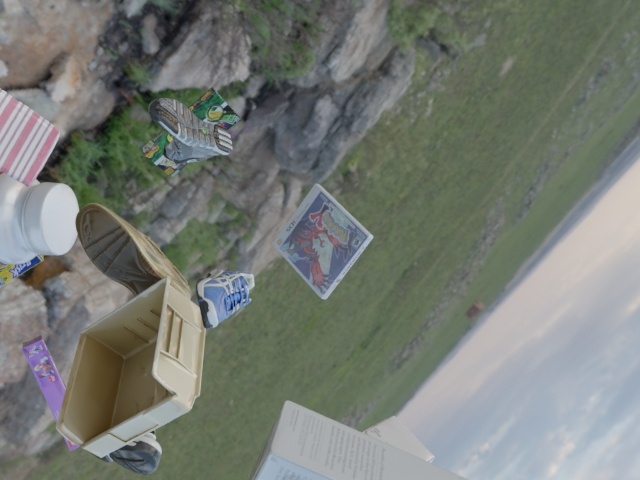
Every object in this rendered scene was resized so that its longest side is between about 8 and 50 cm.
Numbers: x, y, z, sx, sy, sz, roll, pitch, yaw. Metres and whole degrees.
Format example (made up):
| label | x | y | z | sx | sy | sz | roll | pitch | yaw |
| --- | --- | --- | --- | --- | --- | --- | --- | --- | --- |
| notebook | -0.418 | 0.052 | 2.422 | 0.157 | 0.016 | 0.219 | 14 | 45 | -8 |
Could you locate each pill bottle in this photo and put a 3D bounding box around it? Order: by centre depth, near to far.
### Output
| label | x | y | z | sx | sy | sz | roll | pitch | yaw |
| --- | --- | --- | --- | --- | --- | --- | --- | --- | --- |
| pill bottle | -0.816 | -0.058 | 1.655 | 0.229 | 0.407 | 0.229 | 2 | 90 | -81 |

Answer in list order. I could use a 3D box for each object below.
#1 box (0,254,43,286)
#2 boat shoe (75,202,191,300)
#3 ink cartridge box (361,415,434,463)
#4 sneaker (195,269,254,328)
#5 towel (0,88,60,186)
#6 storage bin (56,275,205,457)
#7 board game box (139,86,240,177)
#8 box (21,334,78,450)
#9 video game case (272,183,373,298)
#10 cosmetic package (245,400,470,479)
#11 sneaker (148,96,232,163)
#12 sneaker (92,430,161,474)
| label | x | y | z | sx | sy | sz | roll | pitch | yaw |
| --- | --- | --- | --- | --- | --- | --- | --- | --- | --- |
| box | -0.889 | 0.072 | 1.968 | 0.169 | 0.059 | 0.054 | -33 | 122 | -6 |
| boat shoe | -0.439 | 0.044 | 1.613 | 0.121 | 0.341 | 0.110 | -33 | -162 | 14 |
| ink cartridge box | 0.171 | 0.647 | 1.894 | 0.168 | 0.171 | 0.233 | -16 | 136 | -43 |
| sneaker | -0.170 | 0.094 | 1.221 | 0.081 | 0.080 | 0.211 | -7 | -163 | 4 |
| towel | -0.647 | -0.218 | 1.400 | 0.197 | 0.029 | 0.144 | 41 | 64 | -44 |
| storage bin | -0.367 | 0.252 | 1.345 | 0.262 | 0.260 | 0.123 | -31 | 126 | 21 |
| board game box | -0.353 | -0.291 | 1.860 | 0.259 | 0.030 | 0.136 | -40 | 143 | 5 |
| box | -0.707 | 0.399 | 1.814 | 0.057 | 0.293 | 0.201 | -25 | -174 | -23 |
| video game case | 0.000 | 0.000 | 1.545 | 0.183 | 0.201 | 0.023 | -54 | 148 | 15 |
| cosmetic package | 0.081 | 0.529 | 1.353 | 0.161 | 0.453 | 0.230 | -70 | -174 | -63 |
| sneaker | -0.303 | -0.213 | 1.433 | 0.132 | 0.086 | 0.228 | -20 | 154 | 29 |
| sneaker | -0.551 | 0.522 | 2.005 | 0.447 | 0.169 | 0.258 | -12 | -141 | 51 |
